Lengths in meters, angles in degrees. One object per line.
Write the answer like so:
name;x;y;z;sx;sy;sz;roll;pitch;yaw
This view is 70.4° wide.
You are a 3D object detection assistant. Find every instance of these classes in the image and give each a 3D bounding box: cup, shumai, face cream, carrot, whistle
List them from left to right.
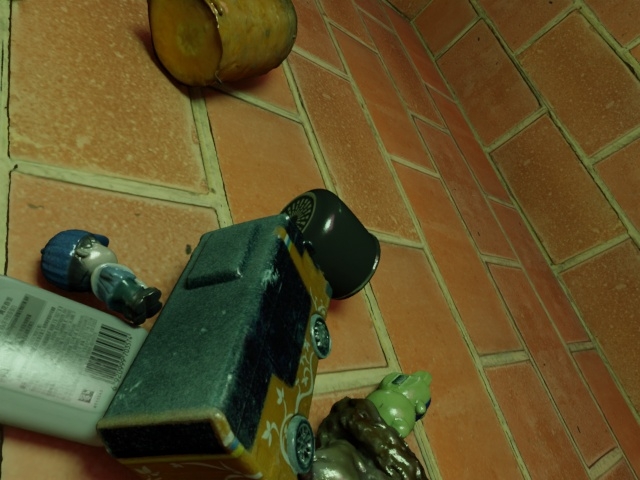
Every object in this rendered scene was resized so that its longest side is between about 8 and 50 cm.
face cream;-0.318;0.104;0.450;0.291;0.071;0.144;30;37;-29
carrot;-0.190;-0.449;0.960;0.224;0.224;0.341;47;40;-6
cup;0.000;0.000;0.840;0.176;0.169;0.223;35;8;-29
shumai;0.039;0.345;0.598;0.185;0.184;0.218;-25;91;-19
whistle;0.138;0.281;0.790;0.227;0.105;0.085;-14;100;-55

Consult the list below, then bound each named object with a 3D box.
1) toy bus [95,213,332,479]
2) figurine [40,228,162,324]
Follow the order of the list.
toy bus;-0.096;0.130;0.551;0.324;0.161;0.194;-77;148;-49
figurine;-0.261;0.045;0.542;0.149;0.086;0.087;35;52;15
